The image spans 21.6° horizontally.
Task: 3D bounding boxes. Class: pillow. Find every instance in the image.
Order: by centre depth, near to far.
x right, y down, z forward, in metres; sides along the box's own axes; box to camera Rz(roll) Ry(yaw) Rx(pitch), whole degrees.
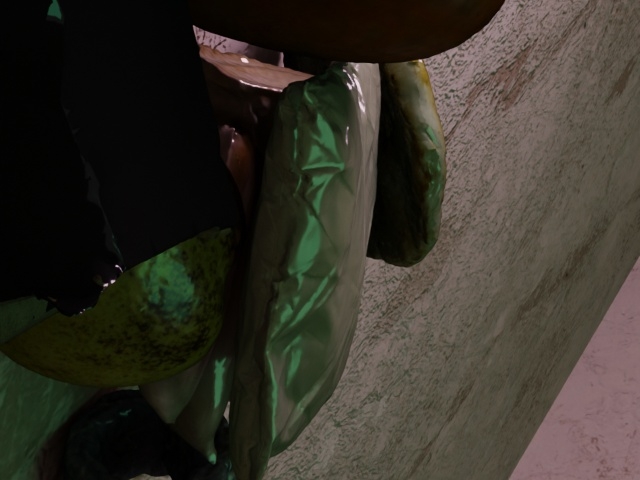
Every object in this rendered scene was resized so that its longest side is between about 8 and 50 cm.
[{"bbox_3d":[0.000,0.002,1.193,0.281,0.076,0.274,-55,154,-73],"label":"pillow"}]

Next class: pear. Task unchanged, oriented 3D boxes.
[{"bbox_3d":[-0.139,0.003,1.107,0.197,0.197,0.197,-52,155,-36],"label":"pear"}]

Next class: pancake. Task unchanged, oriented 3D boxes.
[{"bbox_3d":[0.038,-0.094,1.381,0.037,0.253,0.254,-19,138,-21],"label":"pancake"}]

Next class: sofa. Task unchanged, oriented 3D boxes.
[{"bbox_3d":[-0.181,-0.076,0.912,0.200,0.182,0.258,-33,112,-63],"label":"sofa"}]

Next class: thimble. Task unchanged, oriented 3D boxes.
[{"bbox_3d":[-0.139,0.197,1.372,0.150,0.150,0.098,-44,148,-47],"label":"thimble"}]

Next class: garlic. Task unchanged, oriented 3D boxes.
[{"bbox_3d":[-0.075,-0.002,1.338,0.279,0.132,0.325,-23,130,-61],"label":"garlic"}]

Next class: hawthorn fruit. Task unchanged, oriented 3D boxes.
[{"bbox_3d":[0.021,-0.236,1.082,0.268,0.301,0.268,17,90,-72],"label":"hawthorn fruit"}]
